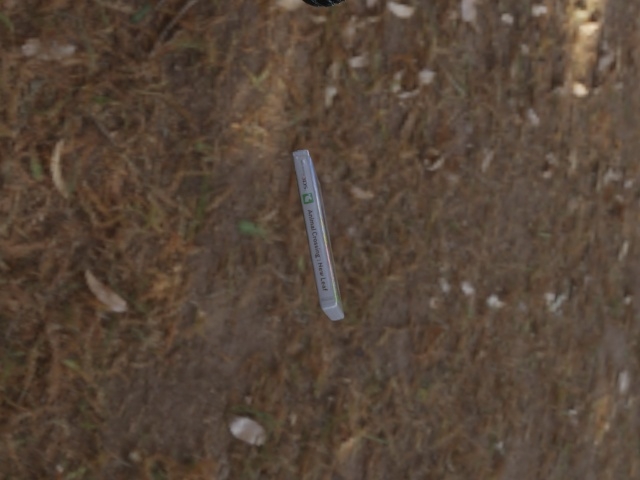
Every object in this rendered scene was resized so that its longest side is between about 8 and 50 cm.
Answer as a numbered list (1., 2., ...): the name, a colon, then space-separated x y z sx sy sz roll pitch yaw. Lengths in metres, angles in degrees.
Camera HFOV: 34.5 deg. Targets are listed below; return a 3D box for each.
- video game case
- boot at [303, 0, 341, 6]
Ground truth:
1. video game case: 0.000 0.000 1.319 0.212 0.023 0.193 64 16 -81
2. boot: 0.116 -0.471 1.411 0.131 0.348 0.260 58 34 -32
